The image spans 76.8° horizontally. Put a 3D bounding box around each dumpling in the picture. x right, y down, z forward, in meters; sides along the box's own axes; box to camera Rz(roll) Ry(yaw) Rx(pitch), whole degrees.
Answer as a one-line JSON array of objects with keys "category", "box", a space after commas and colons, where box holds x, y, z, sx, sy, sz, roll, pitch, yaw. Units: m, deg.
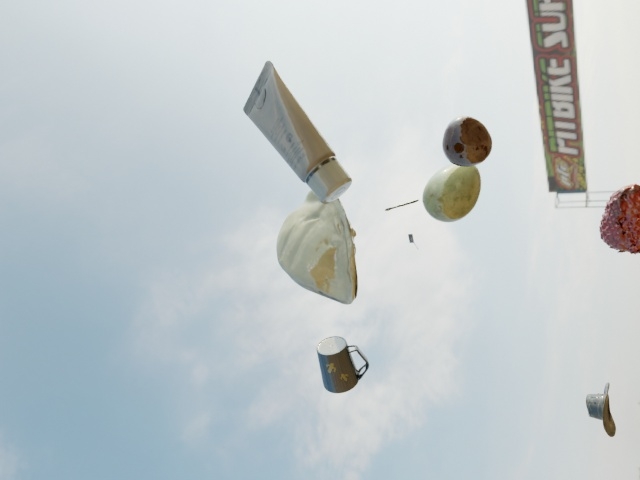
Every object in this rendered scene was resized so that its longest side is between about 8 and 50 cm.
[{"category": "dumpling", "box": [0.000, 0.000, 1.188, 0.233, 0.395, 0.315, -7, -54, -22]}]

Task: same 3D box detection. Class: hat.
[{"category": "hat", "box": [0.645, 0.387, 0.933, 0.121, 0.050, 0.121, 12, -106, -49]}]

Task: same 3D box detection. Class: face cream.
[{"category": "face cream", "box": [-0.056, -0.218, 0.857, 0.089, 0.143, 0.314, -28, -104, -45]}]

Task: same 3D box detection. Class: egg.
[{"category": "egg", "box": [0.562, -0.211, 1.704, 0.295, 0.218, 0.218, -50, -53, -16]}]

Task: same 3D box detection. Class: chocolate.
[{"category": "chocolate", "box": [0.491, -0.339, 1.372, 0.177, 0.177, 0.176, -4, -84, -46]}]

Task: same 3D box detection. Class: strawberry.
[{"category": "strawberry", "box": [1.087, -0.080, 1.407, 0.205, 0.205, 0.244, -45, -58, -35]}]

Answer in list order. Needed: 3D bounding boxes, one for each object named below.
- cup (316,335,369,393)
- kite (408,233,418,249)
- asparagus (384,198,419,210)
[{"category": "cup", "box": [0.076, 0.423, 1.407, 0.177, 0.131, 0.155, -16, -70, 1]}, {"category": "kite", "box": [0.354, 0.007, 1.554, 0.002, 0.044, 0.078, -11, -109, -17]}, {"category": "asparagus", "box": [0.383, -0.166, 1.900, 0.016, 0.166, 0.013, 7, -113, -75]}]
